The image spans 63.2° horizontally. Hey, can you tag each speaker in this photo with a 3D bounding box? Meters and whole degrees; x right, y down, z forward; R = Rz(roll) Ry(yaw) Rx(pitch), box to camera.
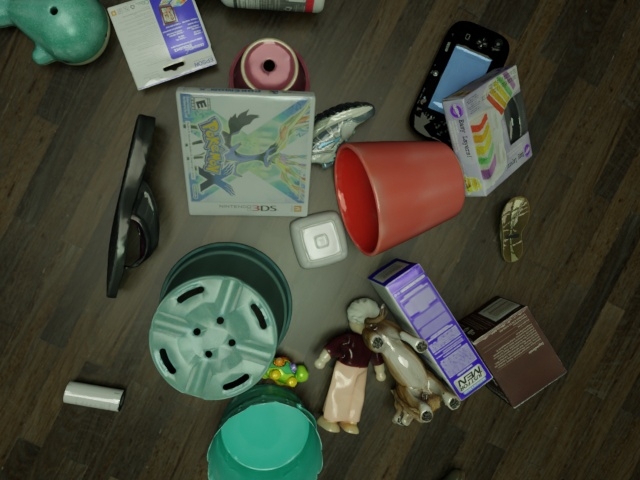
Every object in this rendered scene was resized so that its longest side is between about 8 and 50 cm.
[{"bbox_3d":[-0.564,0.389,1.299,0.136,0.055,0.055,11,92,-6],"label":"speaker"}]

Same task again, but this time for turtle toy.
[{"bbox_3d":[-0.090,0.337,1.332,0.130,0.095,0.066,29,67,-22],"label":"turtle toy"}]

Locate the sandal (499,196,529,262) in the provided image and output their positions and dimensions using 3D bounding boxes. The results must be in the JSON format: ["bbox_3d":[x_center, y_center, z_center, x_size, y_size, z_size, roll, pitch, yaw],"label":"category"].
[{"bbox_3d":[0.510,-0.031,1.389,0.072,0.049,0.180,-2,108,0],"label":"sandal"}]

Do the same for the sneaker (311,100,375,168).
[{"bbox_3d":[0.015,-0.254,1.309,0.283,0.110,0.122,-27,113,-1],"label":"sneaker"}]

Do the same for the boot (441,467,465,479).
[{"bbox_3d":[0.288,0.683,1.389,0.106,0.082,0.219,36,91,-9],"label":"boot"}]

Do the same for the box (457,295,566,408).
[{"bbox_3d":[0.476,0.279,1.339,0.167,0.168,0.203,-33,95,-4],"label":"box"}]

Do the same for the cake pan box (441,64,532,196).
[{"bbox_3d":[0.415,-0.269,1.267,0.267,0.070,0.245,-34,117,-35],"label":"cake pan box"}]

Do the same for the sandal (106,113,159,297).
[{"bbox_3d":[-0.428,-0.072,1.239,0.107,0.167,0.445,12,93,-24],"label":"sandal"}]

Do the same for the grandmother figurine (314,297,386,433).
[{"bbox_3d":[0.078,0.315,1.343,0.208,0.104,0.342,16,89,-35],"label":"grandmother figurine"}]

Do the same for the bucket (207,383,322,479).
[{"bbox_3d":[-0.134,0.501,1.285,0.281,0.183,0.281,0,94,-5],"label":"bucket"}]

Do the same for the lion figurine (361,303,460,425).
[{"bbox_3d":[0.194,0.296,1.259,0.142,0.240,0.392,-27,103,-9],"label":"lion figurine"}]

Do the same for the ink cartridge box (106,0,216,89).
[{"bbox_3d":[-0.382,-0.492,1.268,0.206,0.045,0.208,-20,93,-4],"label":"ink cartridge box"}]

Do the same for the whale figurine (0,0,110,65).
[{"bbox_3d":[-0.633,-0.516,1.194,0.272,0.141,0.216,16,92,-5],"label":"whale figurine"}]

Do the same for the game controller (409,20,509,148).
[{"bbox_3d":[0.355,-0.399,1.338,0.167,0.067,0.319,24,90,-7],"label":"game controller"}]

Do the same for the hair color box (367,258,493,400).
[{"bbox_3d":[0.269,0.213,1.306,0.110,0.185,0.338,-33,96,-5],"label":"hair color box"}]

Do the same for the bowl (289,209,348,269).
[{"bbox_3d":[0.000,0.000,1.334,0.142,0.053,0.141,-15,95,-6],"label":"bowl"}]

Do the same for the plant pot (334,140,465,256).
[{"bbox_3d":[0.192,-0.121,1.256,0.243,0.275,0.274,-14,95,-16],"label":"plant pot"}]

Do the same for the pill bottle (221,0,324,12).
[{"bbox_3d":[-0.147,-0.637,1.218,0.319,0.176,0.176,2,93,-6],"label":"pill bottle"}]

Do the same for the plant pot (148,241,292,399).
[{"bbox_3d":[-0.225,0.184,1.182,0.341,0.334,0.340,0,94,-7],"label":"plant pot"}]

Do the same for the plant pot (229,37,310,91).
[{"bbox_3d":[-0.121,-0.388,1.234,0.202,0.180,0.201,0,94,-5],"label":"plant pot"}]

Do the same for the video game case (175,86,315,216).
[{"bbox_3d":[-0.170,-0.195,1.222,0.300,0.036,0.328,0,129,-6],"label":"video game case"}]
